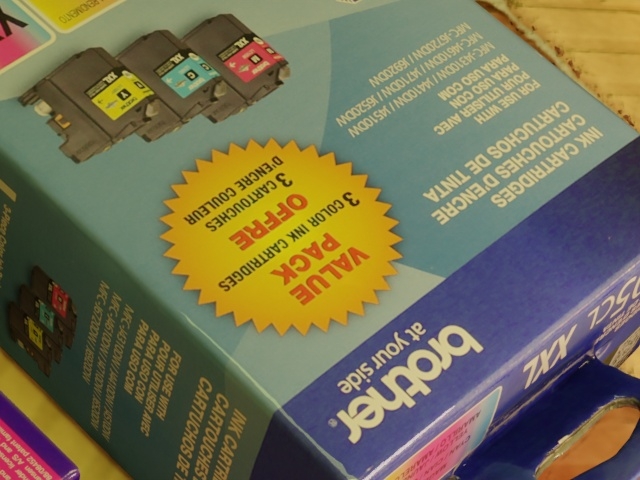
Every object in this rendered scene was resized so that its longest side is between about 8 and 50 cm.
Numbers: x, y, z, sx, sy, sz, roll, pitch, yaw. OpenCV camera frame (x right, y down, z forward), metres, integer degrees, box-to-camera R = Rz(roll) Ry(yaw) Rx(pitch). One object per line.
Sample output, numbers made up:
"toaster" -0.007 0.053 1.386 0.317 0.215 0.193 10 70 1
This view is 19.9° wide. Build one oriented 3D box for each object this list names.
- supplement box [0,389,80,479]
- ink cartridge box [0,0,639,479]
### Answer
"supplement box" -0.219 0.149 0.757 0.114 0.111 0.220 41 56 19
"ink cartridge box" 0.000 0.000 0.902 0.395 0.151 0.270 42 56 18
